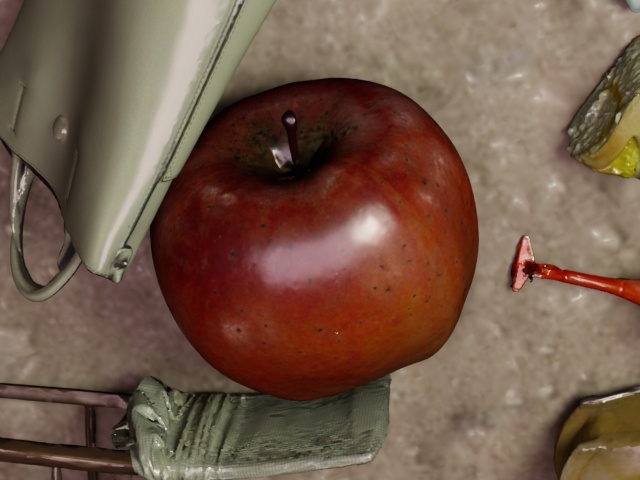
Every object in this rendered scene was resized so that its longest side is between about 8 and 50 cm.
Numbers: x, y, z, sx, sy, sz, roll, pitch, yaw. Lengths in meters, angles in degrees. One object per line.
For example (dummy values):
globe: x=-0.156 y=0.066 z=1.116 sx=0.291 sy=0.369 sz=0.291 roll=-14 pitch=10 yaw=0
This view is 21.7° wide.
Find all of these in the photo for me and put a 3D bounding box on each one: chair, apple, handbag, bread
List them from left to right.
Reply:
handbag: x=-0.159 y=-0.102 z=1.128 sx=0.109 sy=0.241 sz=0.315 roll=18 pitch=111 yaw=-40
chair: x=-0.105 y=0.196 z=1.271 sx=0.319 sy=0.160 sz=0.186 roll=1 pitch=106 yaw=5
apple: x=0.002 y=-0.001 z=1.156 sx=0.234 sy=0.234 sz=0.234 roll=1 pitch=111 yaw=4
bread: x=0.246 y=-0.094 z=1.176 sx=0.157 sy=0.083 sz=0.094 roll=-32 pitch=118 yaw=14

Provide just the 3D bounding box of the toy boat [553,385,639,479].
toy boat: x=0.335 y=0.166 z=1.262 sx=0.321 sy=0.089 sz=0.121 roll=-10 pitch=116 yaw=6

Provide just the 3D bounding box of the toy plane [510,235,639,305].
toy plane: x=0.244 y=0.031 z=1.227 sx=0.194 sy=0.077 sz=0.126 roll=31 pitch=102 yaw=2

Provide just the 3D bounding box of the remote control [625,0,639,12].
remote control: x=0.271 y=-0.221 z=1.145 sx=0.162 sy=0.029 sz=0.061 roll=-32 pitch=108 yaw=15
